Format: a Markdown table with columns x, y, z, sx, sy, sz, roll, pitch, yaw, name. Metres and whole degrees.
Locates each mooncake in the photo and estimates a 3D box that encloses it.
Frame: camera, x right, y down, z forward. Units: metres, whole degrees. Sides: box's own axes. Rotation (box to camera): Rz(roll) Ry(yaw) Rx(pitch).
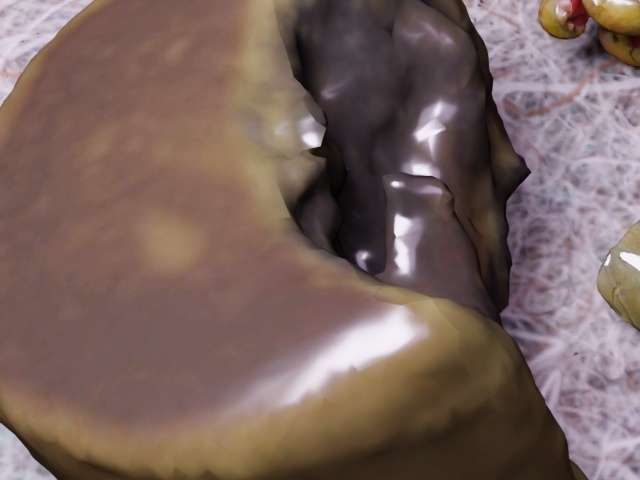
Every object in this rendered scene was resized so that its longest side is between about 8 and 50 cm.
| x | y | z | sx | sy | sz | roll | pitch | yaw | name |
| --- | --- | --- | --- | --- | --- | --- | --- | --- | --- |
| 0.000 | 0.000 | 1.011 | 0.393 | 0.246 | 0.394 | 17 | 63 | 36 | mooncake |

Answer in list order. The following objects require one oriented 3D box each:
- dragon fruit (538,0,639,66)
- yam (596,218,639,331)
| x | y | z | sx | sy | sz | roll | pitch | yaw | name |
| --- | --- | --- | --- | --- | --- | --- | --- | --- | --- |
| 0.261 | -0.231 | 1.187 | 0.291 | 0.250 | 0.269 | -30 | 87 | 1 | dragon fruit |
| 0.324 | 0.114 | 1.074 | 0.371 | 0.083 | 0.083 | 38 | 67 | 21 | yam |
